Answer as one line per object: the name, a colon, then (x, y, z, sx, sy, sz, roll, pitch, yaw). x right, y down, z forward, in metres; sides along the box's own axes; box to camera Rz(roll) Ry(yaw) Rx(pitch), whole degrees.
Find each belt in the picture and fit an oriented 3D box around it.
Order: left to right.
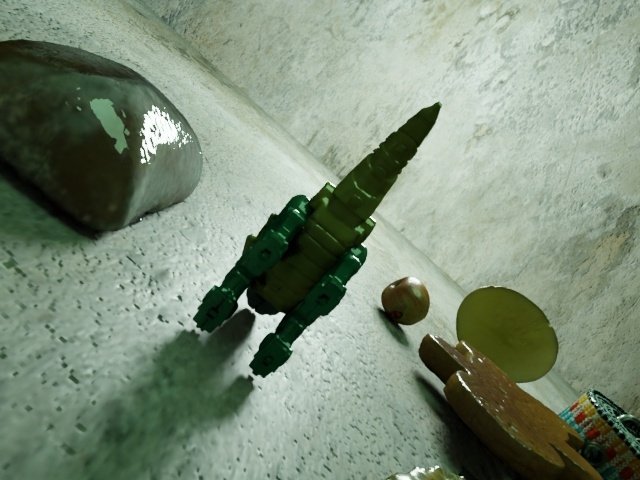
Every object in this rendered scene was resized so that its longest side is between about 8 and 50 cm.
belt: (0.517, 0.384, 0.955, 0.257, 0.150, 0.207, 39, 19, -11)

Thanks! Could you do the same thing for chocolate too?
chocolate: (-0.197, -0.115, 0.525, 0.185, 0.100, 0.303, 38, 8, -7)

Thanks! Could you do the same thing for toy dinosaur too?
toy dinosaur: (0.000, 0.000, 0.430, 0.094, 0.259, 0.153, 39, 38, -5)

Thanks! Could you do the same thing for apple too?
apple: (0.142, 0.101, 0.923, 0.071, 0.084, 0.084, 62, 8, -8)

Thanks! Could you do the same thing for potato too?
potato: (0.373, 0.203, 1.156, 0.203, 0.178, 0.158, 27, -9, 15)

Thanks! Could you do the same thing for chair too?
chair: (0.185, 0.254, 0.559, 0.086, 0.042, 0.037, 44, 7, 5)

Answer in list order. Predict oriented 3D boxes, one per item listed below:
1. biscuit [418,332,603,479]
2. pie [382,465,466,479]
biscuit: (0.245, 0.240, 0.763, 0.283, 0.064, 0.432, 40, 8, 19)
pie: (0.061, 0.194, 0.260, 0.193, 0.079, 0.163, 30, 24, -48)
